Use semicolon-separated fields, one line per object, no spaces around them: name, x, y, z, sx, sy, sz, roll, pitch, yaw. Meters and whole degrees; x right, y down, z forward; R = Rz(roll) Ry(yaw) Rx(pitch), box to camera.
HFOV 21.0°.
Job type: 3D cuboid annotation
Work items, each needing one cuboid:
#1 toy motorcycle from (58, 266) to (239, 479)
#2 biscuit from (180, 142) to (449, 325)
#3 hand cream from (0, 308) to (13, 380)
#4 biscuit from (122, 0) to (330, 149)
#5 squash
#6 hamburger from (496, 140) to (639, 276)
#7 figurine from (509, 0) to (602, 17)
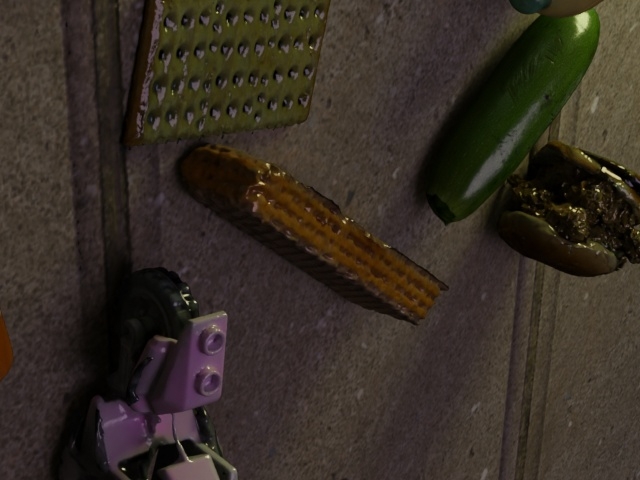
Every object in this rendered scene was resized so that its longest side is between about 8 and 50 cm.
toy motorcycle;-0.123;0.192;1.480;0.143;0.188;0.327;-13;122;-41
biscuit;0.000;0.000;1.610;0.379;0.094;0.054;34;77;-57
hand cream;-0.295;-0.032;1.210;0.140;0.089;0.314;-43;133;-33
biscuit;-0.074;-0.151;1.481;0.231;0.016;0.139;-12;119;-50
squash;0.205;-0.141;1.803;0.292;0.082;0.082;-53;144;-16
hamburger;0.290;-0.020;1.917;0.131;0.185;0.159;-62;162;-9
figurine;0.258;-0.380;1.694;0.222;0.124;0.324;-9;115;-47
